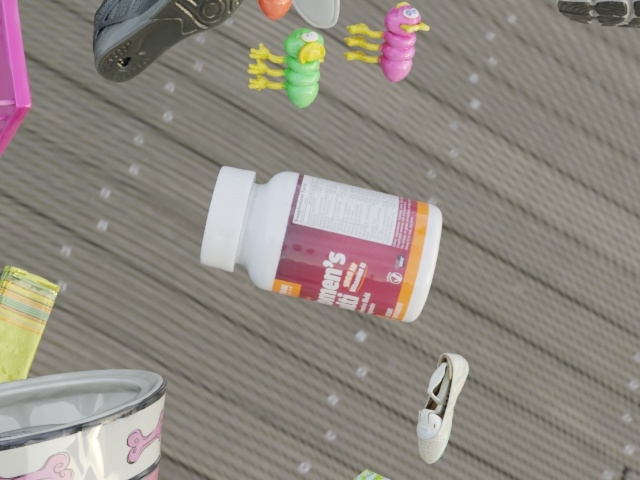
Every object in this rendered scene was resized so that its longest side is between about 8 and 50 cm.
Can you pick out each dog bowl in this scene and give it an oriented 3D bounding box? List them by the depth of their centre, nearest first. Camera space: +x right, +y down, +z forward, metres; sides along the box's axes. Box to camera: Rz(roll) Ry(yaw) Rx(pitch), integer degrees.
[{"bbox_3d":[-0.398,0.292,1.625,0.408,0.408,0.150,-11,97,-27],"label":"dog bowl"}]

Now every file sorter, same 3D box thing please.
[{"bbox_3d":[-0.510,-0.226,1.600,0.182,0.290,0.202,-6,81,-25],"label":"file sorter"}]

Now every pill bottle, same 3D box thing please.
[{"bbox_3d":[0.000,0.000,1.192,0.221,0.121,0.121,13,59,-1],"label":"pill bottle"}]

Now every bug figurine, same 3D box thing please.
[{"bbox_3d":[0.035,-0.245,1.238,0.279,0.216,0.072,-19,43,-26],"label":"bug figurine"}]

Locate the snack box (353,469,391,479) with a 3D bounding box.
[{"bbox_3d":[0.059,0.398,1.746,0.141,0.100,0.037,-33,123,-37],"label":"snack box"}]

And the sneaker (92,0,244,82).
[{"bbox_3d":[-0.194,-0.305,1.516,0.087,0.227,0.130,41,23,-49],"label":"sneaker"}]

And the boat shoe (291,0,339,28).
[{"bbox_3d":[-0.010,-0.235,0.996,0.125,0.046,0.038,65,32,-34],"label":"boat shoe"}]

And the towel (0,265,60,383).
[{"bbox_3d":[-0.494,0.166,1.922,0.102,0.021,0.237,26,76,-37],"label":"towel"}]

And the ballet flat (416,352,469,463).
[{"bbox_3d":[0.171,0.246,1.800,0.052,0.057,0.168,29,74,-39],"label":"ballet flat"}]

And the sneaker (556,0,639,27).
[{"bbox_3d":[0.270,-0.278,1.067,0.107,0.279,0.118,9,74,13],"label":"sneaker"}]
